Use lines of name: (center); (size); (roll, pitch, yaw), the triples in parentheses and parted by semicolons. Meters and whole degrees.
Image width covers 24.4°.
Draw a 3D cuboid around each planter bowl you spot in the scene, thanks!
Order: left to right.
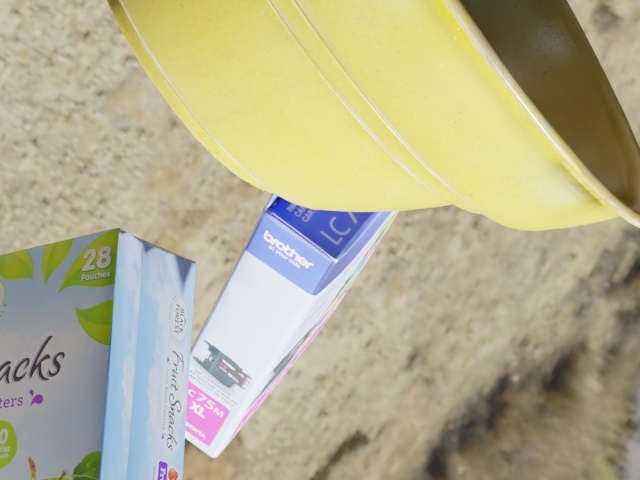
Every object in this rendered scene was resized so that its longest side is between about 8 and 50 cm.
planter bowl: (0.000, -0.076, 0.414); (0.090, 0.217, 0.217); (-31, 153, 19)

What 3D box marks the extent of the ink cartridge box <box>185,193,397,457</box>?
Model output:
ink cartridge box: (0.000, 0.000, 0.966); (0.186, 0.065, 0.311); (-50, 172, -39)

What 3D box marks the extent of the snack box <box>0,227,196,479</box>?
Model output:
snack box: (-0.168, 0.099, 0.778); (0.070, 0.207, 0.175); (28, 58, -51)
